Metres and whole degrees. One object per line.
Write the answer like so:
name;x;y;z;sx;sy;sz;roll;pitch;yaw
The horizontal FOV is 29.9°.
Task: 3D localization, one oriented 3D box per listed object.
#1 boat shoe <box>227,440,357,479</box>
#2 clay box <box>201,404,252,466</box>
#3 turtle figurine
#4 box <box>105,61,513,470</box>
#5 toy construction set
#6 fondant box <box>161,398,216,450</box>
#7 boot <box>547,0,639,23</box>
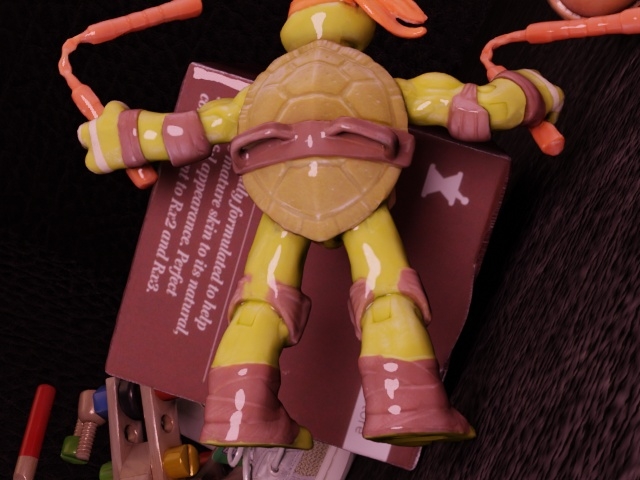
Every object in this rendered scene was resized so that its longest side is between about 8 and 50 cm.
boat shoe;-0.005;0.109;0.916;0.118;0.103;0.320;-62;-3;-62
clay box;-0.013;0.092;1.020;0.222;0.053;0.127;-55;-33;5
turtle figurine;0.016;-0.024;0.506;0.087;0.269;0.217;82;-174;-75
box;0.000;0.000;0.678;0.203;0.167;0.168;-57;-15;-81
toy construction set;-0.191;0.286;1.321;0.257;0.308;0.237;78;-162;-56
fondant box;-0.108;0.182;1.619;0.096;0.238;0.330;-63;0;14
boot;0.153;-0.179;0.484;0.152;0.073;0.197;-82;15;-79
